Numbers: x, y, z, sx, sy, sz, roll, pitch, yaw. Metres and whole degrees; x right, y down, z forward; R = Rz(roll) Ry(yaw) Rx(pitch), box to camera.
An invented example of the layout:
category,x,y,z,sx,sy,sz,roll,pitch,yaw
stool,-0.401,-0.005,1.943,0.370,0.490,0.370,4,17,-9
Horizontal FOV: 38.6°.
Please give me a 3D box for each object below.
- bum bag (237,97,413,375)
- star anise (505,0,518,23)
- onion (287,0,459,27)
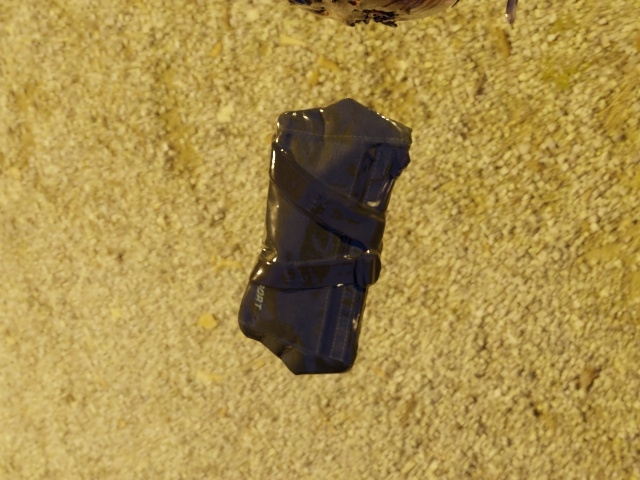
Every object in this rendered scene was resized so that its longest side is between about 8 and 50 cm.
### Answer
category,x,y,z,sx,sy,sz,roll,pitch,yaw
bum bag,0.000,0.000,0.589,0.087,0.049,0.197,14,116,3
star anise,0.339,-0.378,1.102,0.227,0.148,0.218,-1,87,26
onion,0.056,-0.395,1.180,0.314,0.314,0.232,23,104,27
